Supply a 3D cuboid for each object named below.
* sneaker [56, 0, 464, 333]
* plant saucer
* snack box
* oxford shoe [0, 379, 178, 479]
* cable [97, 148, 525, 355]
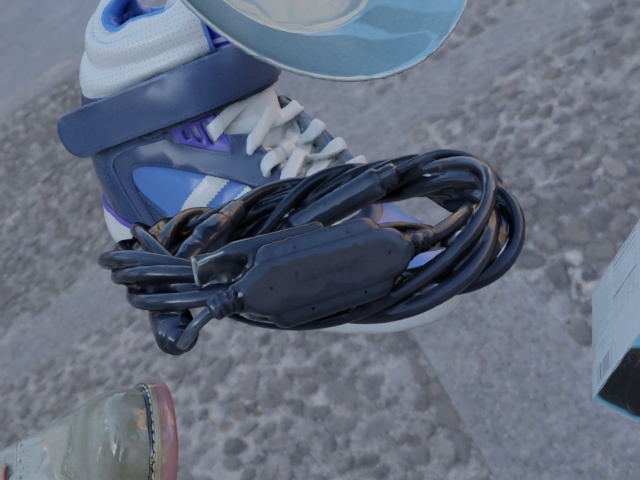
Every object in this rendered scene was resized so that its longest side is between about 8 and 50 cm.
[{"bbox_3d":[-0.042,-0.080,0.690,0.323,0.236,0.130,17,35,24],"label":"sneaker"},{"bbox_3d":[-0.014,-0.159,0.443,0.037,0.195,0.195,-26,25,56],"label":"plant saucer"},{"bbox_3d":[0.358,-0.002,0.897,0.060,0.322,0.187,22,36,1],"label":"snack box"},{"bbox_3d":[-0.242,0.230,0.749,0.397,0.146,0.140,-46,44,36],"label":"oxford shoe"},{"bbox_3d":[0.000,0.000,0.416,0.184,0.047,0.150,-19,16,-23],"label":"cable"}]
